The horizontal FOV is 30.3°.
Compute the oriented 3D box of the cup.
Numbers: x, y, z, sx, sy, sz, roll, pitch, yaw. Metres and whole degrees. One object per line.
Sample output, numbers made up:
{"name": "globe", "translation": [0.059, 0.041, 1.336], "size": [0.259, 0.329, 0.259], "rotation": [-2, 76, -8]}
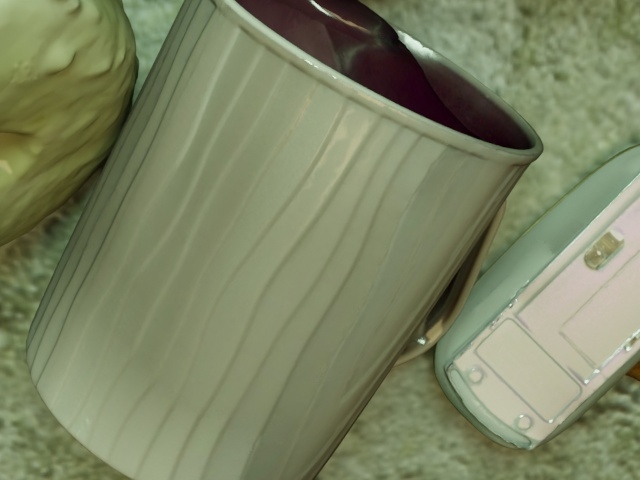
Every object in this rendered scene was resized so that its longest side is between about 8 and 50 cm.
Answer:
{"name": "cup", "translation": [-0.015, -0.011, 0.719], "size": [0.208, 0.288, 0.273], "rotation": [35, 109, 12]}

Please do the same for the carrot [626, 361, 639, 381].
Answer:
{"name": "carrot", "translation": [0.229, 0.086, 0.897], "size": [0.093, 0.032, 0.032], "rotation": [30, 107, -27]}

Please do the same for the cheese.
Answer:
{"name": "cheese", "translation": [-0.207, -0.114, 0.638], "size": [0.173, 0.251, 0.248], "rotation": [-40, 155, -6]}

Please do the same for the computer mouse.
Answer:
{"name": "computer mouse", "translation": [0.190, 0.040, 0.835], "size": [0.126, 0.056, 0.245], "rotation": [43, 97, -8]}
